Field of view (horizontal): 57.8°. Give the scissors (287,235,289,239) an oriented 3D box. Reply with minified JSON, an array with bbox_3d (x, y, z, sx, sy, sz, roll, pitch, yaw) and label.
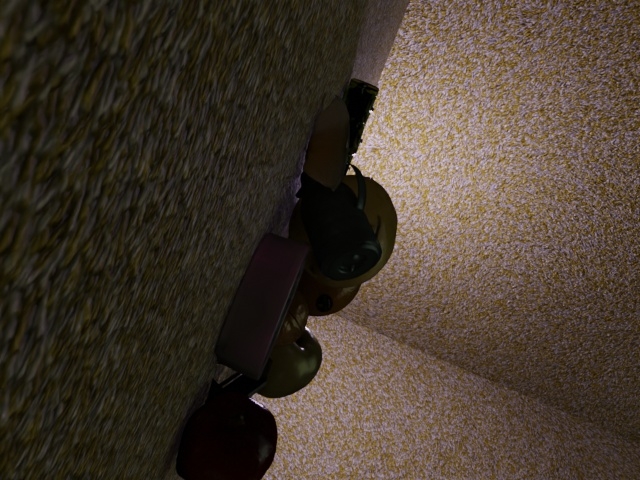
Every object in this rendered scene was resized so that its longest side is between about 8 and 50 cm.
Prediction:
[{"bbox_3d":[-0.066,-0.063,1.719,0.212,0.021,0.110,110,6,-56],"label":"scissors"}]

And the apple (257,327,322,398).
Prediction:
[{"bbox_3d":[-0.132,0.377,1.876,0.262,0.262,0.263,23,90,-88],"label":"apple"}]

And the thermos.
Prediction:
[{"bbox_3d":[0.037,-0.066,1.328,0.182,0.144,0.287,-40,-128,27],"label":"thermos"}]

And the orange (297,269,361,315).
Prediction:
[{"bbox_3d":[-0.002,0.106,1.815,0.274,0.274,0.275,23,90,-88],"label":"orange"}]

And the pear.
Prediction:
[{"bbox_3d":[0.066,-0.028,1.578,0.309,0.309,0.310,23,90,-88],"label":"pear"}]

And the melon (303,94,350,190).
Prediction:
[{"bbox_3d":[0.017,-0.218,1.289,0.139,0.093,0.203,-85,-177,-79],"label":"melon"}]

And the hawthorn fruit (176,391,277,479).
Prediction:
[{"bbox_3d":[-0.189,0.416,1.218,0.215,0.215,0.250,-65,174,-48],"label":"hawthorn fruit"}]

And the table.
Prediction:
[{"bbox_3d":[-0.201,0.359,1.396,0.146,0.062,0.175,-29,150,-40],"label":"table"}]

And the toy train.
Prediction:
[{"bbox_3d":[0.077,-0.310,1.647,0.161,0.100,0.296,-68,180,-64],"label":"toy train"}]

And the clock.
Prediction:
[{"bbox_3d":[-0.121,0.135,1.283,0.338,0.102,0.339,22,90,-89],"label":"clock"}]

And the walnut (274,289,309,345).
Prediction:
[{"bbox_3d":[-0.111,0.206,1.584,0.197,0.165,0.165,108,5,-72],"label":"walnut"}]
